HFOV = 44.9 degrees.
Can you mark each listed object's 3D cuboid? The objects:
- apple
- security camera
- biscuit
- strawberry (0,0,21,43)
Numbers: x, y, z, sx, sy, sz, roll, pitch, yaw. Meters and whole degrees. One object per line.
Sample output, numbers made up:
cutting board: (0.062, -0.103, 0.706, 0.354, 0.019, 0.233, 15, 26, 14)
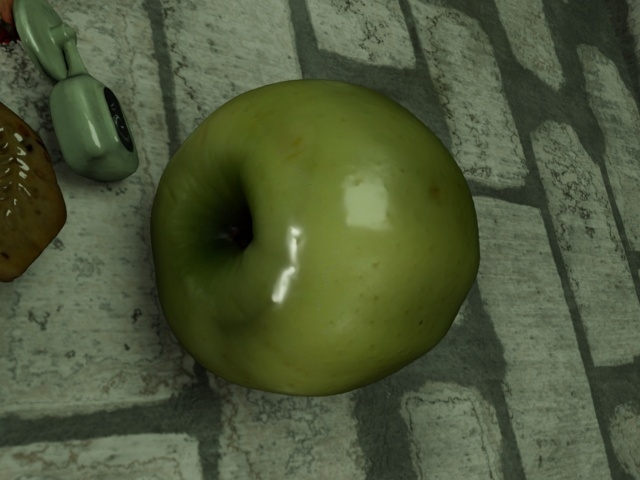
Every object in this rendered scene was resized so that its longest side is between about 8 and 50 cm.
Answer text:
apple: (0.000, 0.000, 1.098, 0.473, 0.473, 0.474, 18, 59, -32)
security camera: (-0.351, -0.230, 1.122, 0.157, 0.080, 0.302, 11, 57, -78)
biscuit: (-0.451, -0.104, 0.902, 0.359, 0.046, 0.359, 41, 24, -23)
strawberry: (-0.500, -0.371, 1.092, 0.237, 0.111, 0.190, -102, 172, -45)
